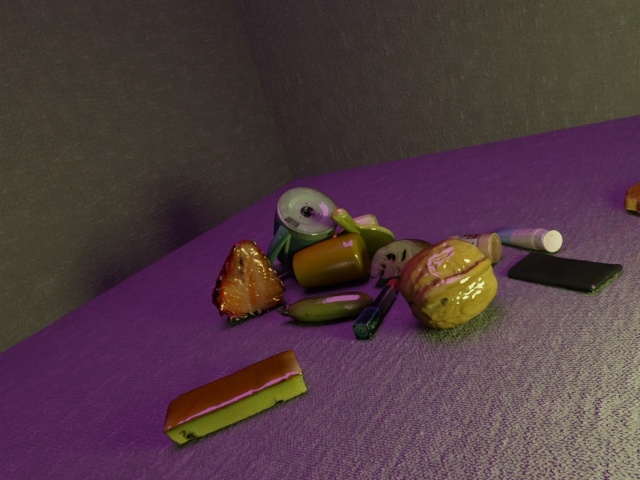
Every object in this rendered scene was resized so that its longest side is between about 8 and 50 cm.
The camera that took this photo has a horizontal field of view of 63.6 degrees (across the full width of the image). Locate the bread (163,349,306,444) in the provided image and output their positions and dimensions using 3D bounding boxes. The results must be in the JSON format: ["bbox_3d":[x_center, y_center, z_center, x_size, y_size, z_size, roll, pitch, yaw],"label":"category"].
[{"bbox_3d":[-0.219,0.403,1.335,0.362,0.077,0.138,-21,18,-9],"label":"bread"}]

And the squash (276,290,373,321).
[{"bbox_3d":[0.004,0.218,1.658,0.341,0.094,0.094,-9,19,21],"label":"squash"}]

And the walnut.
[{"bbox_3d":[0.346,0.113,1.385,0.257,0.224,0.257,-29,-10,-6],"label":"walnut"}]

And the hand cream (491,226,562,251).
[{"bbox_3d":[0.670,-0.008,1.734,0.111,0.070,0.312,-24,10,-11],"label":"hand cream"}]

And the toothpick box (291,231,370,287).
[{"bbox_3d":[0.034,0.082,1.904,0.272,0.174,0.175,-16,17,18],"label":"toothpick box"}]

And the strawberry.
[{"bbox_3d":[-0.289,0.149,1.883,0.253,0.280,0.150,-31,16,-8],"label":"strawberry"}]

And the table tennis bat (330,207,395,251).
[{"bbox_3d":[0.142,-0.031,1.960,0.224,0.369,0.054,-11,63,28],"label":"table tennis bat"}]

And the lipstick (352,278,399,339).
[{"bbox_3d":[0.186,0.200,1.587,0.051,0.051,0.312,-9,18,32],"label":"lipstick"}]

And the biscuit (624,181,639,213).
[{"bbox_3d":[1.148,-0.145,1.633,0.312,0.057,0.351,-18,16,3],"label":"biscuit"}]

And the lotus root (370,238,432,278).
[{"bbox_3d":[0.280,0.065,1.756,0.235,0.138,0.119,-15,-13,33],"label":"lotus root"}]

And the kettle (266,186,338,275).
[{"bbox_3d":[-0.106,0.004,2.078,0.247,0.342,0.320,43,53,20],"label":"kettle"}]

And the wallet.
[{"bbox_3d":[0.680,0.086,1.460,0.146,0.030,0.285,-30,19,-24],"label":"wallet"}]

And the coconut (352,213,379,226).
[{"bbox_3d":[0.174,-0.033,2.166,0.153,0.147,0.147,-14,18,8],"label":"coconut"}]

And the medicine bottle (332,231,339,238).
[{"bbox_3d":[0.000,0.000,2.350,0.111,0.076,0.309,-29,19,-33],"label":"medicine bottle"}]

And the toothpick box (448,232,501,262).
[{"bbox_3d":[0.507,0.026,1.702,0.149,0.098,0.098,-3,23,43],"label":"toothpick box"}]
